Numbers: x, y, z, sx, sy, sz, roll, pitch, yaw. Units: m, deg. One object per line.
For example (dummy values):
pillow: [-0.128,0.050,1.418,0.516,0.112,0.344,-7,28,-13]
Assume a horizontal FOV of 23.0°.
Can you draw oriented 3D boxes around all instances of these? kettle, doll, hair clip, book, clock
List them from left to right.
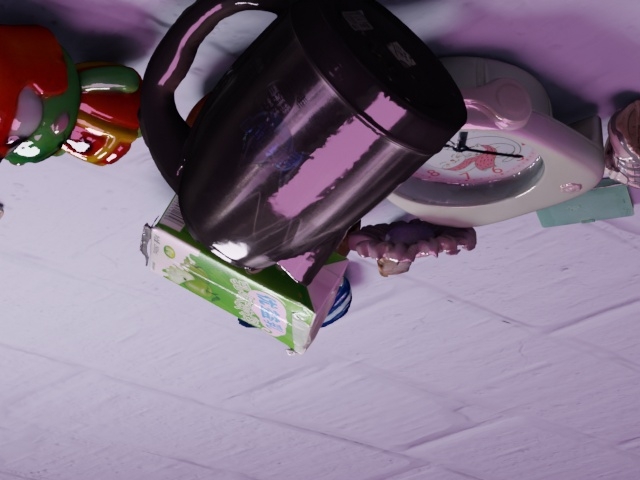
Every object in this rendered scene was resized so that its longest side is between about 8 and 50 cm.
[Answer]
doll: [-0.368,-0.168,1.806,0.363,0.160,0.183,-1,161,-44]
kettle: [-0.055,-0.132,1.766,0.324,0.321,0.228,-45,177,24]
hair clip: [0.118,0.006,2.209,0.173,0.069,0.300,-9,176,-8]
clock: [0.179,-0.130,1.963,0.265,0.108,0.324,-16,150,36]
book: [0.371,-0.053,2.229,0.135,0.017,0.103,-8,151,16]

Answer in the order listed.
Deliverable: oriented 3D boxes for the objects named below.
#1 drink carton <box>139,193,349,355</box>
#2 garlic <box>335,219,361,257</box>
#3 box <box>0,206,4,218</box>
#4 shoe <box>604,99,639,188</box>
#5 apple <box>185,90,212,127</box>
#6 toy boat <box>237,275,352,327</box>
drink carton: [-0.108,0.034,2.185,0.271,0.108,0.161,29,155,6]
garlic: [0.007,-0.014,2.217,0.087,0.101,0.195,26,156,9]
box: [-0.518,-0.010,2.280,0.089,0.062,0.122,13,151,-25]
shoe: [0.408,-0.119,2.024,0.092,0.089,0.180,-6,155,41]
apple: [-0.076,-0.101,1.965,0.201,0.162,0.201,0,157,0]
toy boat: [-0.064,0.068,2.439,0.210,0.070,0.291,-9,150,14]
